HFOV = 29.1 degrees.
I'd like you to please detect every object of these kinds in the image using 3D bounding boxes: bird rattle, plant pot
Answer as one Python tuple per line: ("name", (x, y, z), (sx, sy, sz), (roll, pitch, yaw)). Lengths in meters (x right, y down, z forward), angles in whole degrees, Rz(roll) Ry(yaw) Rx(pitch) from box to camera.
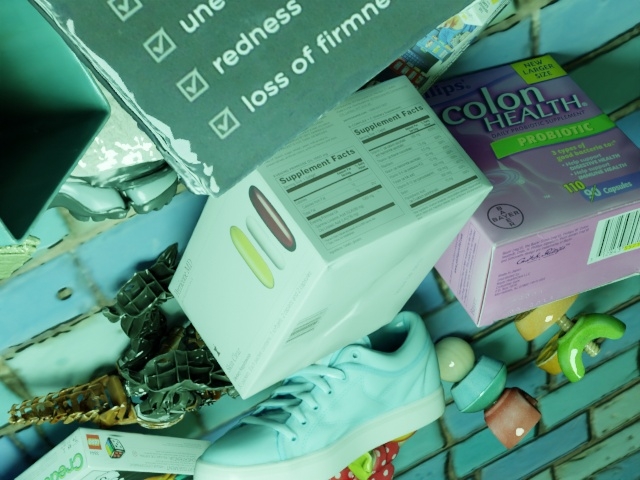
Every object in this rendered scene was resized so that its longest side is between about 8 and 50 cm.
("bird rattle", (0.081, 0.255, 1.615), (0.207, 0.143, 0.253), (-46, 144, -10))
("plant pot", (-0.316, -0.089, 0.912), (0.234, 0.165, 0.165), (-11, 125, 29))

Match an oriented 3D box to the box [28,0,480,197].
("box", (-0.043, -0.374, 0.670), (0.480, 0.297, 0.472), (-37, 125, 4))

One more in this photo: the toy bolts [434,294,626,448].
("toy bolts", (0.256, 0.136, 1.635), (0.228, 0.158, 0.218), (-47, 179, 2))

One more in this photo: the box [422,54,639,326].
("box", (0.202, -0.059, 1.275), (0.214, 0.243, 0.117), (-16, 137, -19))

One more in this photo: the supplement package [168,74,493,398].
("supplement package", (0.000, 0.000, 1.179), (0.204, 0.145, 0.262), (-24, 159, -33))

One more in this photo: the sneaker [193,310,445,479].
("sneaker", (-0.006, 0.169, 1.374), (0.366, 0.135, 0.150), (-19, 102, -47))

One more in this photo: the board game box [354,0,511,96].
("board game box", (0.052, -0.213, 1.165), (0.194, 0.060, 0.194), (-46, 137, 16))

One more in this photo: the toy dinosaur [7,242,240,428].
("toy dinosaur", (-0.162, 0.146, 1.332), (0.322, 0.164, 0.218), (-37, 162, -28))

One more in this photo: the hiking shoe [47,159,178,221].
("hiking shoe", (-0.281, -0.076, 1.078), (0.304, 0.113, 0.132), (-11, 106, -16))

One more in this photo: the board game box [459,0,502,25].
("board game box", (0.132, -0.286, 1.112), (0.103, 0.026, 0.154), (-51, 127, -14))

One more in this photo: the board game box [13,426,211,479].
("board game box", (-0.287, 0.314, 1.422), (0.305, 0.053, 0.193), (-39, 146, 29))

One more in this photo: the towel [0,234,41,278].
("towel", (-0.338, 0.018, 1.136), (0.148, 0.027, 0.110), (-7, 167, -28))

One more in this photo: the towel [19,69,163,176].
("towel", (-0.126, -0.170, 1.032), (0.282, 0.049, 0.187), (-20, 102, -17))
